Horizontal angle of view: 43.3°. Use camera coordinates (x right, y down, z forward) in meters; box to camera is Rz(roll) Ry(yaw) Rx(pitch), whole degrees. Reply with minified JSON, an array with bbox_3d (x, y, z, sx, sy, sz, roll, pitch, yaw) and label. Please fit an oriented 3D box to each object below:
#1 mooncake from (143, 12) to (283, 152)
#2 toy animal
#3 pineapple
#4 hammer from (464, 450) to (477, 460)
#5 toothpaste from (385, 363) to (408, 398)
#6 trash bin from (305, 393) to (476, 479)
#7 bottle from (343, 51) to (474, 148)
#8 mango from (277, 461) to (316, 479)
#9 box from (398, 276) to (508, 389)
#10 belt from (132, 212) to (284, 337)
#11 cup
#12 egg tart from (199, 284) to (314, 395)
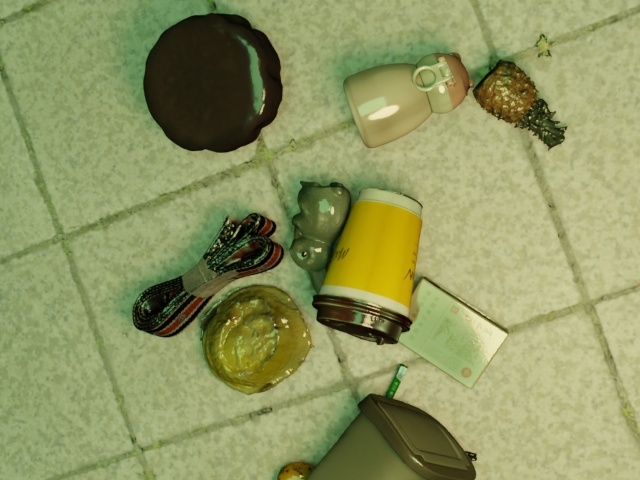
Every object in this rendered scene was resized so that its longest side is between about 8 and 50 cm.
[{"bbox_3d":[-0.210,-0.316,1.628,0.283,0.141,0.283,3,100,18],"label":"mooncake"},{"bbox_3d":[-0.008,-0.006,1.610,0.108,0.138,0.236,10,91,-23],"label":"toy animal"},{"bbox_3d":[0.386,-0.249,1.535,0.197,0.108,0.108,42,100,-4],"label":"pineapple"},{"bbox_3d":[0.371,0.596,1.599,0.440,0.044,0.168,43,101,6],"label":"hammer"},{"bbox_3d":[0.153,0.292,1.640,0.017,0.020,0.083,26,97,7],"label":"toothpaste"},{"bbox_3d":[0.121,0.448,1.547,0.250,0.220,0.219,-50,42,17],"label":"trash bin"},{"bbox_3d":[0.174,-0.282,1.552,0.236,0.147,0.147,-20,88,7],"label":"bottle"},{"bbox_3d":[-0.034,0.502,1.670,0.114,0.057,0.079,17,88,7],"label":"mango"},{"bbox_3d":[0.251,0.181,1.597,0.201,0.058,0.141,32,98,9],"label":"box"},{"bbox_3d":[-0.235,0.079,1.662,0.359,0.094,0.126,-39,67,12],"label":"belt"},{"bbox_3d":[0.101,0.050,1.544,0.196,0.196,0.280,13,78,11],"label":"cup"},{"bbox_3d":[-0.143,0.207,1.664,0.252,0.098,0.232,-3,88,15],"label":"egg tart"}]
